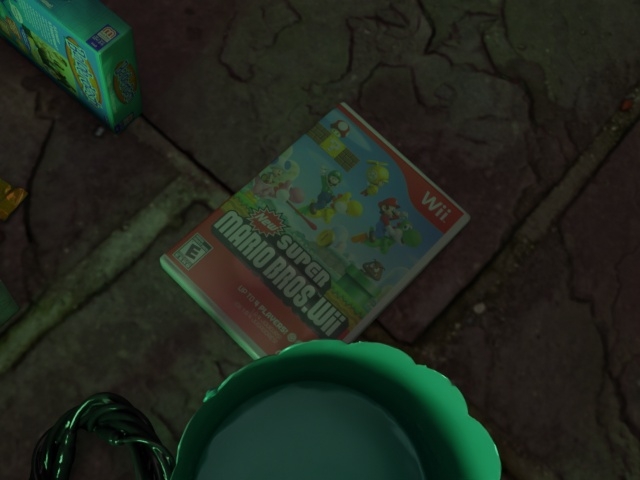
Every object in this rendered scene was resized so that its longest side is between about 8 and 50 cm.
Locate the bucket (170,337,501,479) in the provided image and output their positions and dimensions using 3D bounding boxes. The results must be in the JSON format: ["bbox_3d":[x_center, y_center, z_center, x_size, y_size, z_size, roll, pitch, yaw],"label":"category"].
[{"bbox_3d":[0.007,0.227,0.665,0.281,0.183,0.281,2,75,-9],"label":"bucket"}]

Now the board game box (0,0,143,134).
[{"bbox_3d":[-0.282,-0.226,0.824,0.210,0.160,0.047,40,68,7],"label":"board game box"}]

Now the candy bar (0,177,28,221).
[{"bbox_3d":[-0.386,-0.078,0.827,0.161,0.018,0.040,32,64,5],"label":"candy bar"}]

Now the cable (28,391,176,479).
[{"bbox_3d":[-0.190,0.209,0.684,0.047,0.184,0.151,19,43,-47],"label":"cable"}]

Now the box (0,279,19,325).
[{"bbox_3d":[-0.455,0.014,0.743,0.290,0.087,0.169,40,68,7],"label":"box"}]

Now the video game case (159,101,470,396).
[{"bbox_3d":[0.000,0.000,0.851,0.204,0.025,0.285,43,69,9],"label":"video game case"}]
